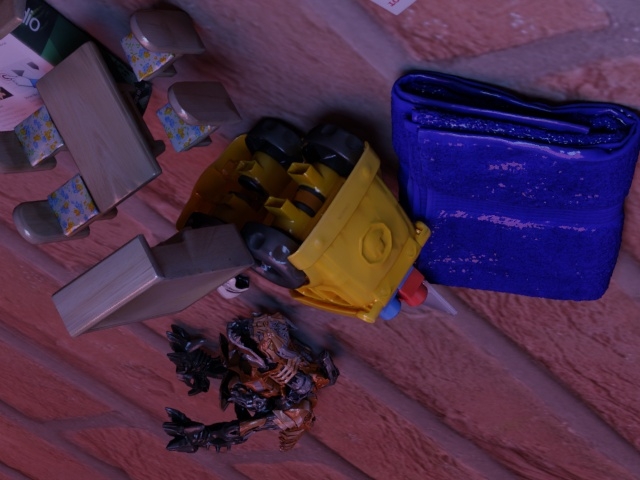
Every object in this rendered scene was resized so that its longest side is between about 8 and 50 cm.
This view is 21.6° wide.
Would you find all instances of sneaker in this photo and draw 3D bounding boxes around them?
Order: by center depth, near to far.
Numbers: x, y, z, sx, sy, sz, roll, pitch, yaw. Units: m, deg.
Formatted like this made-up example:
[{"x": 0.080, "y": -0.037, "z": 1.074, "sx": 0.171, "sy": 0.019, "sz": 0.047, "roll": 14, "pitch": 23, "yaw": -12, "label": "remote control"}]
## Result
[{"x": -0.115, "y": 0.037, "z": 1.949, "sx": 0.037, "sy": 0.032, "sz": 0.083, "roll": -20, "pitch": 143, "yaw": 29, "label": "sneaker"}]

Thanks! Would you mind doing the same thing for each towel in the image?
[{"x": 0.177, "y": -0.035, "z": 1.600, "sx": 0.228, "sy": 0.076, "sz": 0.308, "roll": 12, "pitch": 153, "yaw": 10, "label": "towel"}]

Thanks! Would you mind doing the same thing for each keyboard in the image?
[{"x": 0.035, "y": 0.031, "z": 1.783, "sx": 0.256, "sy": 0.014, "sz": 0.072, "roll": 18, "pitch": 167, "yaw": 44, "label": "keyboard"}]

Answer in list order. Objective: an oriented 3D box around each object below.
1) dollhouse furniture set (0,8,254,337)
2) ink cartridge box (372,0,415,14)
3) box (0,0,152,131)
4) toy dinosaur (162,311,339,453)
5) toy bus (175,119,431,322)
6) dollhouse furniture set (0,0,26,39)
[{"x": -0.188, "y": -0.054, "z": 1.480, "sx": 0.212, "sy": 0.242, "sz": 0.161, "roll": -33, "pitch": 169, "yaw": 27, "label": "dollhouse furniture set"}, {"x": 0.040, "y": -0.240, "z": 1.315, "sx": 0.122, "sy": 0.052, "sz": 0.088, "roll": 26, "pitch": 151, "yaw": -21, "label": "ink cartridge box"}, {"x": -0.354, "y": -0.191, "z": 1.618, "sx": 0.232, "sy": 0.058, "sz": 0.322, "roll": -11, "pitch": 143, "yaw": 42, "label": "box"}, {"x": -0.079, "y": 0.196, "z": 2.109, "sx": 0.218, "sy": 0.164, "sz": 0.322, "roll": -6, "pitch": 127, "yaw": 8, "label": "toy dinosaur"}, {"x": 0.000, "y": 0.000, "z": 1.630, "sx": 0.220, "sy": 0.149, "sz": 0.211, "roll": 11, "pitch": 153, "yaw": 51, "label": "toy bus"}, {"x": -0.397, "y": -0.244, "z": 1.364, "sx": 0.262, "sy": 0.135, "sz": 0.259, "roll": 26, "pitch": 144, "yaw": -31, "label": "dollhouse furniture set"}]
